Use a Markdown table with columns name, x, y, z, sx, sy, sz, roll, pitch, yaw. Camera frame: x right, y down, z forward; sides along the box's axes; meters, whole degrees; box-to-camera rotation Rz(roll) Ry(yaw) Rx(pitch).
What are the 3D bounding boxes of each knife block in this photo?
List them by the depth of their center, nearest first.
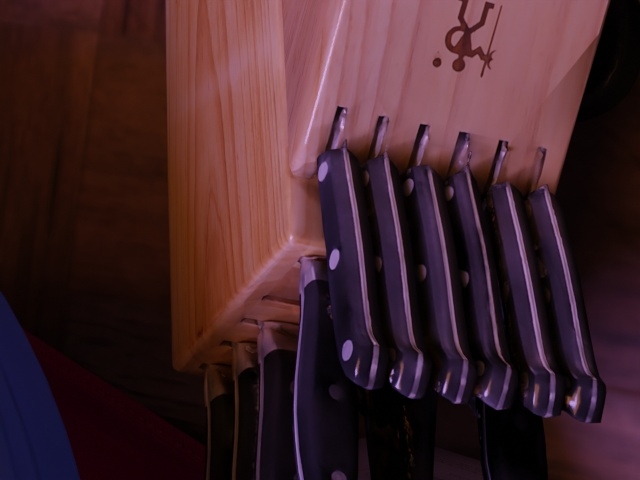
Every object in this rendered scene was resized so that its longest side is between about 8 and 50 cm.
| name | x | y | z | sx | sy | sz | roll | pitch | yaw |
| --- | --- | --- | --- | --- | --- | --- | --- | --- | --- |
| knife block | 0.000 | 0.000 | 0.651 | 0.276 | 0.088 | 0.242 | 38 | 114 | 64 |

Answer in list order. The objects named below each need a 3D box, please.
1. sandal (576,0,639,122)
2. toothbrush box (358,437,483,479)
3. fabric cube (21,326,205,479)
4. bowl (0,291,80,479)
| name | x | y | z | sx | sy | sz | roll | pitch | yaw |
| --- | --- | --- | --- | --- | --- | --- | --- | --- | --- |
| sandal | 0.050 | -0.052 | 0.739 | 0.179 | 0.040 | 0.067 | -9 | 70 | 42 |
| toothbrush box | 0.056 | 0.232 | 0.695 | 0.206 | 0.122 | 0.283 | 15 | 98 | 27 |
| fabric cube | -0.233 | 0.149 | 0.768 | 0.254 | 0.259 | 0.258 | 31 | 102 | 26 |
| bowl | -0.233 | 0.125 | 0.585 | 0.391 | 0.077 | 0.391 | -2 | 85 | 27 |
